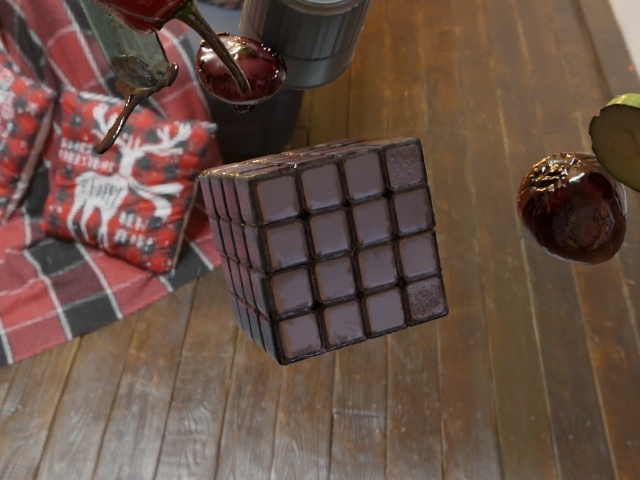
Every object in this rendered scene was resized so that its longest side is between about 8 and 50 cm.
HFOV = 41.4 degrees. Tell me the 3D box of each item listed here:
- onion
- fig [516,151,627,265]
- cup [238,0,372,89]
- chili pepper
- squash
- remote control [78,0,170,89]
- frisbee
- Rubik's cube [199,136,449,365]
[{"bbox_3d":[-0.161,-0.320,1.663,0.183,0.147,0.184,8,34,-6],"label":"onion"},{"bbox_3d":[0.552,-0.067,1.825,0.224,0.224,0.263,-29,85,-28],"label":"fig"},{"bbox_3d":[0.004,-0.502,1.716,0.331,0.311,0.257,-29,82,-15],"label":"cup"},{"bbox_3d":[-0.194,-0.296,0.910,0.338,0.131,0.134,27,0,-12],"label":"chili pepper"},{"bbox_3d":[0.620,-0.181,1.633,0.041,0.219,0.219,-41,57,-21],"label":"squash"},{"bbox_3d":[-0.311,-0.348,1.312,0.104,0.052,0.247,-15,76,-52],"label":"remote control"},{"bbox_3d":[-0.340,-0.254,1.504,0.211,0.012,0.187,-48,38,5],"label":"frisbee"},{"bbox_3d":[0.000,0.000,1.588,0.343,0.338,0.344,-14,10,-18],"label":"Rubik's cube"}]
